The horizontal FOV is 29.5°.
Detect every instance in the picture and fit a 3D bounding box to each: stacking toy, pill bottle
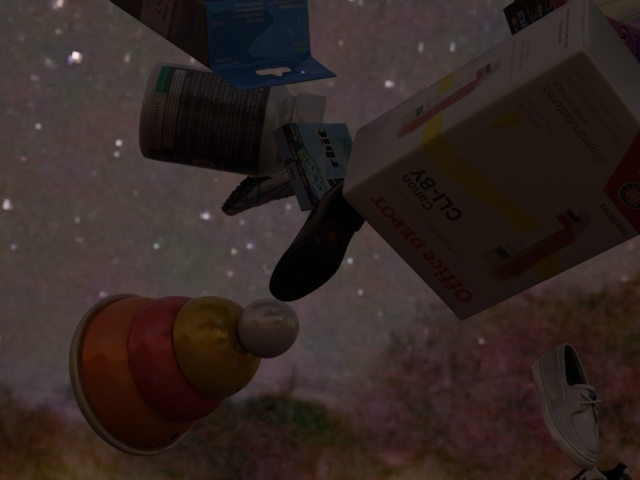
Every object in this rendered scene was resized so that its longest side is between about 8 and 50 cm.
[{"bbox_3d":[-0.240,0.226,2.454,0.480,0.351,0.350,-21,-29,37],"label":"stacking toy"},{"bbox_3d":[-0.177,-0.241,2.506,0.361,0.204,0.204,9,-14,1],"label":"pill bottle"}]

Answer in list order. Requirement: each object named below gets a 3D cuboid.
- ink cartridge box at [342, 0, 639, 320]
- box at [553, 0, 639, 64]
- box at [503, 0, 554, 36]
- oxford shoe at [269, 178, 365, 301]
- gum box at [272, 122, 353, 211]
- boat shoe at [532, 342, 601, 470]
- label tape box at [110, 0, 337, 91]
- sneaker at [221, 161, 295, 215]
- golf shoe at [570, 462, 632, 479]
[{"bbox_3d":[0.264,-0.097,1.620,0.384,0.160,0.279,-30,-63,31],"label":"ink cartridge box"},{"bbox_3d":[0.518,-0.328,1.886,0.213,0.117,0.243,-20,29,-16],"label":"box"},{"bbox_3d":[0.534,-0.430,2.541,0.073,0.295,0.293,-6,-19,-32],"label":"box"},{"bbox_3d":[0.000,0.000,1.914,0.083,0.227,0.096,37,8,-15],"label":"oxford shoe"},{"bbox_3d":[0.007,-0.135,2.209,0.041,0.157,0.184,-26,-11,34],"label":"gum box"},{"bbox_3d":[0.317,0.202,1.511,0.066,0.184,0.063,30,-61,-20],"label":"boat shoe"},{"bbox_3d":[-0.150,-0.379,2.017,0.333,0.106,0.240,36,34,30],"label":"label tape box"},{"bbox_3d":[-0.087,-0.106,2.397,0.237,0.086,0.085,-30,21,9],"label":"sneaker"},{"bbox_3d":[0.446,0.430,2.099,0.198,0.094,0.077,-9,25,-17],"label":"golf shoe"}]
